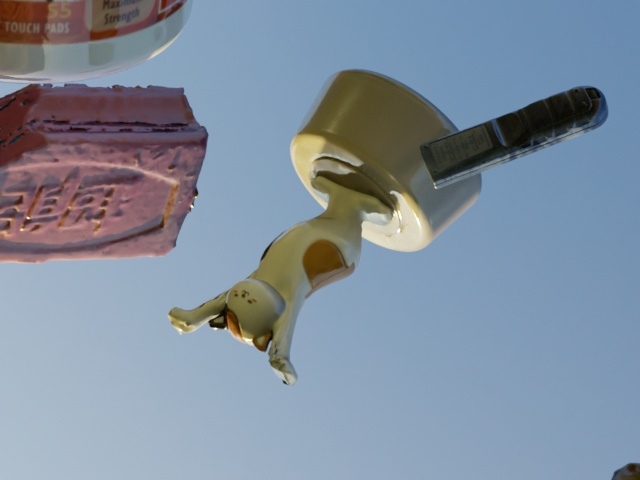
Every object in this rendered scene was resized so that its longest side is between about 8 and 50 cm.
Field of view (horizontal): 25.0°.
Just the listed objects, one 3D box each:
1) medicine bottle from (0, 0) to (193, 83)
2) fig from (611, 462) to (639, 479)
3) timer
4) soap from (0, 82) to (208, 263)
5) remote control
[{"bbox_3d":[-0.199,-0.265,0.966,0.252,0.252,0.241,45,-43,38],"label":"medicine bottle"},{"bbox_3d":[0.312,0.280,0.948,0.233,0.233,0.314,21,-53,44],"label":"fig"},{"bbox_3d":[0.000,0.000,1.261,0.175,0.175,0.266,15,-122,45],"label":"timer"},{"bbox_3d":[-0.245,-0.060,1.325,0.099,0.250,0.162,63,-36,39],"label":"soap"},{"bbox_3d":[0.155,-0.086,1.151,0.152,0.027,0.043,-22,-126,6],"label":"remote control"}]
